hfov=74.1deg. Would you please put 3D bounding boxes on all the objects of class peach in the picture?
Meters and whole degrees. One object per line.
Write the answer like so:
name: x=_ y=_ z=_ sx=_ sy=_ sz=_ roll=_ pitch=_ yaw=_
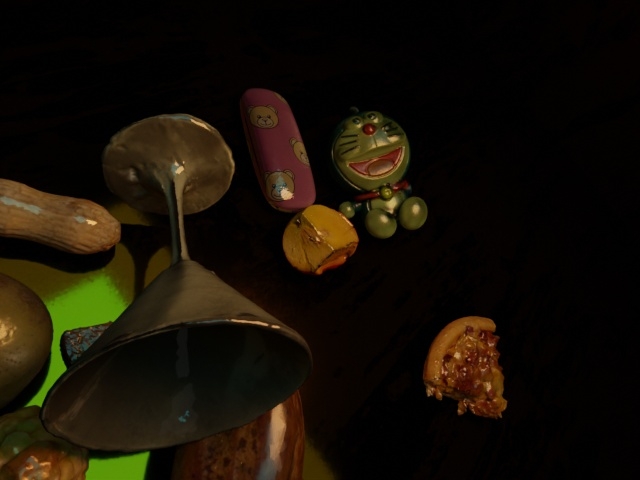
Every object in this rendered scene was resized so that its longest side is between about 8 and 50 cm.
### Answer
peach: x=-0.001 y=-0.004 z=0.871 sx=0.151 sy=0.118 sz=0.152 roll=0 pitch=87 yaw=8

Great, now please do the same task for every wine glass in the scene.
wine glass: x=-0.185 y=0.025 z=0.567 sx=0.266 sy=0.267 sz=0.406 roll=9 pitch=41 yaw=-29

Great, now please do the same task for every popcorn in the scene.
popcorn: x=-0.349 y=0.269 z=0.461 sx=0.179 sy=0.180 sz=0.170 roll=2 pitch=30 yaw=-33

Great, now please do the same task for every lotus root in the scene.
lotus root: x=-0.111 y=0.313 z=0.596 sx=0.193 sy=0.193 sz=0.291 roll=20 pitch=50 yaw=-23

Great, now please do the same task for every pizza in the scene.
pizza: x=0.353 y=0.294 z=0.961 sx=0.289 sy=0.081 sz=0.229 roll=-22 pitch=79 yaw=-41

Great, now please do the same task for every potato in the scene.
potato: x=-0.455 y=0.101 z=0.492 sx=0.251 sy=0.159 sz=0.174 roll=39 pitch=23 yaw=-25

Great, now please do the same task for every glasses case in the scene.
glasses case: x=-0.097 y=-0.206 z=0.946 sx=0.123 sy=0.076 sz=0.317 roll=-3 pitch=66 yaw=-35

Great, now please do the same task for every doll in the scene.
doll: x=0.121 y=-0.163 z=1.002 sx=0.198 sy=0.186 sz=0.322 roll=-12 pitch=89 yaw=-6

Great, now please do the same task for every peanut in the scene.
peanut: x=-0.410 y=-0.033 z=0.638 sx=0.206 sy=0.087 sz=0.087 roll=17 pitch=57 yaw=-26

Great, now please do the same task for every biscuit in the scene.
biscuit: x=-0.275 y=0.173 z=0.650 sx=0.206 sy=0.025 sz=0.126 roll=-5 pitch=67 yaw=-34
